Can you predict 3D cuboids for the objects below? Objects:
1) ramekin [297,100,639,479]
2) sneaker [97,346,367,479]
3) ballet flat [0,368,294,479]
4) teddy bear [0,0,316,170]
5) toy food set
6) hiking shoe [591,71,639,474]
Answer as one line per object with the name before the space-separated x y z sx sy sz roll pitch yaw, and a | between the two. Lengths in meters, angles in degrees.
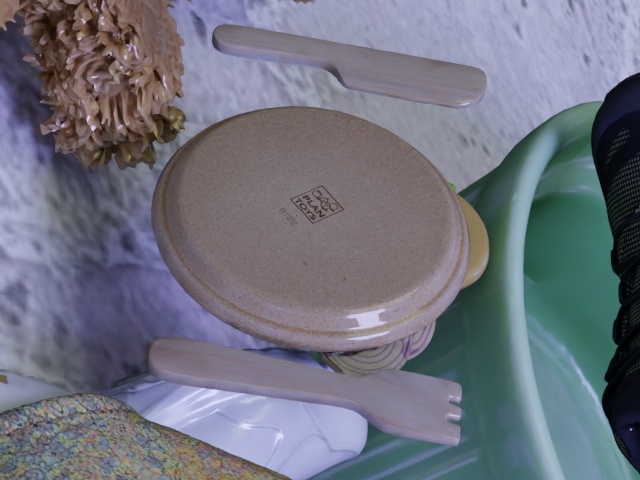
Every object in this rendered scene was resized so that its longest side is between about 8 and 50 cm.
ramekin | 0.126 0.104 0.859 0.303 0.148 0.303 29 48 -37
sneaker | -0.068 0.106 0.688 0.232 0.090 0.115 -9 82 -43
ballet flat | -0.150 0.083 0.516 0.348 0.123 0.123 -10 75 -33
teddy bear | -0.107 -0.159 0.780 0.338 0.113 0.245 -51 128 -49
toy food set | 0.000 0.000 0.727 0.132 0.038 0.192 11 47 -2
hiking shoe | 0.154 0.037 0.735 0.114 0.086 0.227 -5 73 -55
